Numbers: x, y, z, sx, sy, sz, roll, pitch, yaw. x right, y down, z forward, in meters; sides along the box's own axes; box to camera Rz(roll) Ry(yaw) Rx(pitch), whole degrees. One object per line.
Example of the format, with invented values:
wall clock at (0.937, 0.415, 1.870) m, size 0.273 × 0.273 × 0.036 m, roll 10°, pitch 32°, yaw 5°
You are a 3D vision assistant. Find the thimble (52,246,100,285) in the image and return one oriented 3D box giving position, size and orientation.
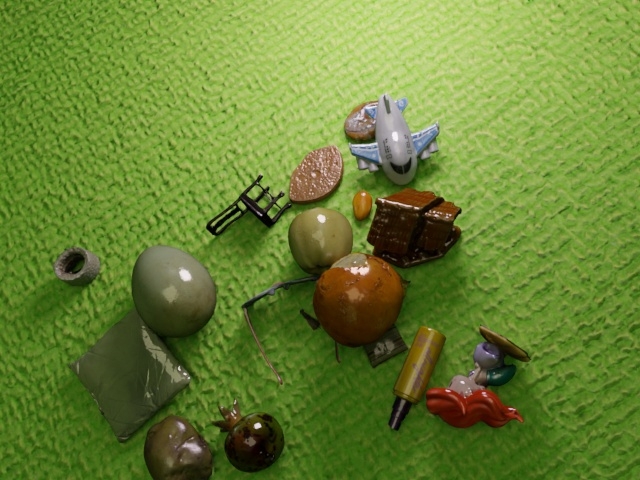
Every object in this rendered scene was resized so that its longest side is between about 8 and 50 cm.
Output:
thimble at (-0.724, 0.079, 1.865) m, size 0.115 × 0.090 × 0.102 m, roll -19°, pitch 74°, yaw 0°

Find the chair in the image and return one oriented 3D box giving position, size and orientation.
chair at (-0.210, -0.073, 1.828) m, size 0.113 × 0.106 × 0.229 m, roll 42°, pitch 84°, yaw 20°

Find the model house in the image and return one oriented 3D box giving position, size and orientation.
model house at (0.253, -0.036, 1.684) m, size 0.199 × 0.229 × 0.220 m, roll 27°, pitch 79°, yaw 22°

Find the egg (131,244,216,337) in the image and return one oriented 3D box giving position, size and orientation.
egg at (-0.414, 0.133, 1.735) m, size 0.218 × 0.218 × 0.295 m, roll -38°, pitch 58°, yaw -4°

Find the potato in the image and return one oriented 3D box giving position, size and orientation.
potato at (-0.376, 0.562, 1.634) m, size 0.154 × 0.137 × 0.200 m, roll -27°, pitch 67°, yaw -33°

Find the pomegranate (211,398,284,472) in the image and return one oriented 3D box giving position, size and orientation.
pomegranate at (-0.192, 0.501, 1.617) m, size 0.220 × 0.156 × 0.156 m, roll 38°, pitch 81°, yaw 22°

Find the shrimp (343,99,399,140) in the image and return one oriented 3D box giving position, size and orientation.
shrimp at (0.156, -0.377, 1.898) m, size 0.187 × 0.051 × 0.132 m, roll -24°, pitch 70°, yaw 3°

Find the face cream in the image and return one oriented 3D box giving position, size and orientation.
face cream at (0.242, 0.362, 1.630) m, size 0.078 × 0.078 × 0.273 m, roll 23°, pitch 77°, yaw 15°

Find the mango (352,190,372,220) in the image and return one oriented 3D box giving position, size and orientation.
mango at (0.121, -0.100, 1.819) m, size 0.060 × 0.046 × 0.089 m, roll 12°, pitch 87°, yaw 14°

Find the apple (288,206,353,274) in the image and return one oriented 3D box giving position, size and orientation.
apple at (0.000, 0.000, 1.729) m, size 0.200 × 0.200 × 0.200 m, roll -3°, pitch 72°, yaw 8°

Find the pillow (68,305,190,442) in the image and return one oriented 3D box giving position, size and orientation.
pillow at (-0.531, 0.369, 1.747) m, size 0.274 × 0.076 × 0.281 m, roll -43°, pitch 74°, yaw 5°

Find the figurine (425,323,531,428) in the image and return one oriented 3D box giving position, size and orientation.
figurine at (0.406, 0.365, 1.560) m, size 0.208 × 0.181 × 0.257 m, roll 34°, pitch 87°, yaw -12°

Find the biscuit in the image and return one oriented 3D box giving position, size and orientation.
biscuit at (-0.009, -0.193, 1.875) m, size 0.142 × 0.029 × 0.221 m, roll 31°, pitch 79°, yaw 18°

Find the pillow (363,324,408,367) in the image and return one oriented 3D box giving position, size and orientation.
pillow at (0.144, 0.233, 1.709) m, size 0.113 × 0.038 × 0.203 m, roll -28°, pitch 70°, yaw -1°

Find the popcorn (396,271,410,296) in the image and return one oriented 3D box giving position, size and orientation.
popcorn at (0.215, 0.122, 1.719) m, size 0.084 × 0.084 × 0.084 m, roll -3°, pitch 72°, yaw 8°

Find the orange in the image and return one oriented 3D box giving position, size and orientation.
orange at (0.097, 0.150, 1.600) m, size 0.240 × 0.240 × 0.240 m, roll -3°, pitch 72°, yaw 8°

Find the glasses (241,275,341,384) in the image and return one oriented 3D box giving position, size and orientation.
glasses at (-0.075, 0.240, 1.719) m, size 0.234 × 0.118 × 0.268 m, roll -20°, pitch 80°, yaw 0°

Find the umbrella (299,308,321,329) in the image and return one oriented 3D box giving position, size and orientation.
umbrella at (-0.028, 0.222, 1.750) m, size 0.083 × 0.020 × 0.031 m, roll 38°, pitch 120°, yaw 18°

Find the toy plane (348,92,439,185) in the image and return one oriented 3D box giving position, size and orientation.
toy plane at (0.213, -0.290, 1.805) m, size 0.267 × 0.122 × 0.267 m, roll 0°, pitch 95°, yaw 3°
